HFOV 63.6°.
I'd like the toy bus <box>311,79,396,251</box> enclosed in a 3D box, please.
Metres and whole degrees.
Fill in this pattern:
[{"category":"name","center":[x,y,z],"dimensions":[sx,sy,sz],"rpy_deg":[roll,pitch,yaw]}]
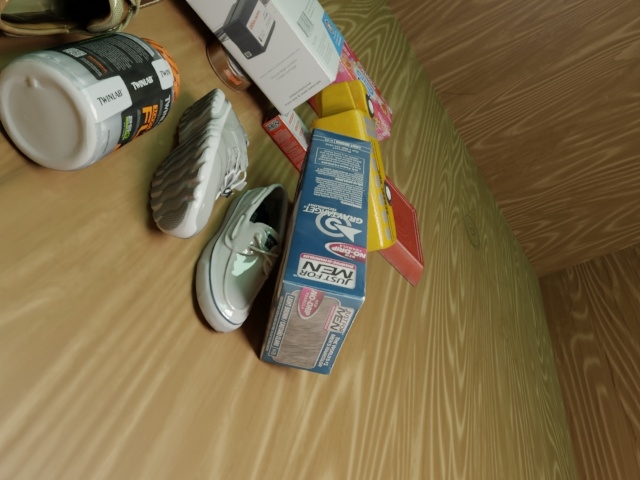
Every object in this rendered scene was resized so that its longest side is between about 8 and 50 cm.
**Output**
[{"category":"toy bus","center":[0.062,-0.145,1.019],"dimensions":[0.130,0.108,0.333],"rpy_deg":[-18,97,-70]}]

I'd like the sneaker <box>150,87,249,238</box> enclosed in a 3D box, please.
[{"category":"sneaker","center":[-0.140,-0.100,0.705],"dimensions":[0.115,0.105,0.281],"rpy_deg":[45,33,-33]}]

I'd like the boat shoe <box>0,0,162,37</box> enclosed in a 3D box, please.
[{"category":"boat shoe","center":[-0.273,-0.290,0.598],"dimensions":[0.120,0.122,0.324],"rpy_deg":[45,38,2]}]

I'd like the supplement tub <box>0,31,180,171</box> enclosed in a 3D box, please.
[{"category":"supplement tub","center":[-0.240,-0.161,0.569],"dimensions":[0.117,0.117,0.190],"rpy_deg":[55,30,-17]}]

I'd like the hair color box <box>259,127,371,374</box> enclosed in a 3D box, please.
[{"category":"hair color box","center":[0.000,0.000,0.774],"dimensions":[0.105,0.174,0.347],"rpy_deg":[13,42,-5]}]

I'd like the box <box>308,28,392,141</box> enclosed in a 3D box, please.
[{"category":"box","center":[0.057,-0.348,1.235],"dimensions":[0.257,0.122,0.128],"rpy_deg":[49,32,-27]}]

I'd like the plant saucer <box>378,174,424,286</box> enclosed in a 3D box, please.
[{"category":"plant saucer","center":[0.184,-0.053,1.297],"dimensions":[0.258,0.047,0.259],"rpy_deg":[42,34,-37]}]

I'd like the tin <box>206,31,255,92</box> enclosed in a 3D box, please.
[{"category":"tin","center":[-0.156,-0.355,0.966],"dimensions":[0.106,0.040,0.190],"rpy_deg":[46,32,-39]}]

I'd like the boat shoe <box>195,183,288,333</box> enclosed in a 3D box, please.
[{"category":"boat shoe","center":[-0.098,0.007,0.713],"dimensions":[0.095,0.084,0.258],"rpy_deg":[45,33,-34]}]

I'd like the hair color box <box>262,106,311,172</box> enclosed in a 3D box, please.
[{"category":"hair color box","center":[-0.048,-0.197,1.013],"dimensions":[0.141,0.043,0.072],"rpy_deg":[51,30,-28]}]

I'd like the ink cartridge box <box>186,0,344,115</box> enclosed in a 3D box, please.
[{"category":"ink cartridge box","center":[-0.102,-0.418,0.931],"dimensions":[0.307,0.129,0.223],"rpy_deg":[47,32,-27]}]
